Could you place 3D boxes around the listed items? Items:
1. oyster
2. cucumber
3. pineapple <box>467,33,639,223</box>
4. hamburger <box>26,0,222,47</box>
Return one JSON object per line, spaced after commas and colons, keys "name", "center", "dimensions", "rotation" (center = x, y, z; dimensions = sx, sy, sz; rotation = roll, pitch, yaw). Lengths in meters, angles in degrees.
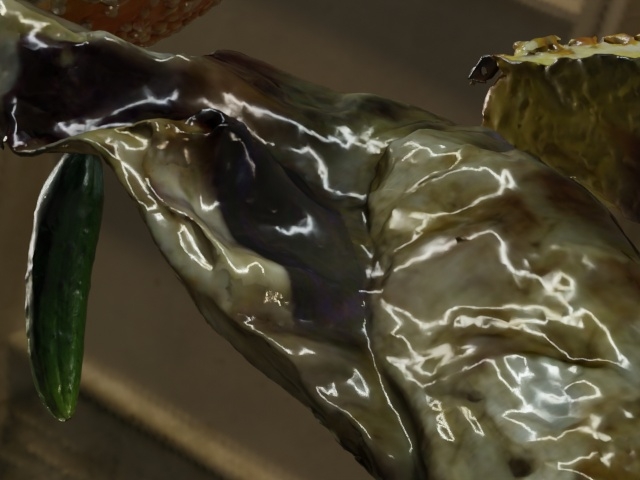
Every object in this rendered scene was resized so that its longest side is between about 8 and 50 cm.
{"name": "oyster", "center": [0.000, -0.002, 0.478], "dimensions": [0.294, 0.166, 0.094], "rotation": [38, -68, 7]}
{"name": "cucumber", "center": [-0.144, 0.016, 0.977], "dimensions": [0.039, 0.039, 0.168], "rotation": [0, -98, 37]}
{"name": "pineapple", "center": [0.200, -0.053, 0.940], "dimensions": [0.236, 0.186, 0.115], "rotation": [0, -76, -7]}
{"name": "hamburger", "center": [-0.127, -0.160, 0.902], "dimensions": [0.237, 0.237, 0.147], "rotation": [-25, -103, 39]}
